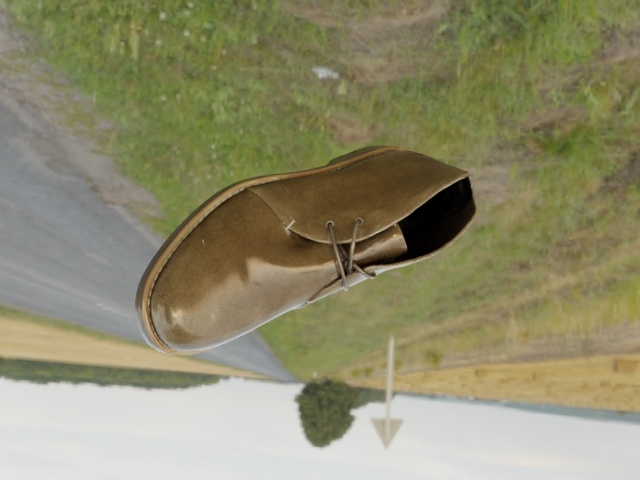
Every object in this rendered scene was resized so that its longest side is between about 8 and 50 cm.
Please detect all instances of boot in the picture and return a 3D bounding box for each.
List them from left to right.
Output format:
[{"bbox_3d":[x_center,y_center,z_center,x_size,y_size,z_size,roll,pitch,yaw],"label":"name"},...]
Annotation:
[{"bbox_3d":[0.000,0.000,0.630,0.305,0.112,0.115,-29,-153,-31],"label":"boot"}]
